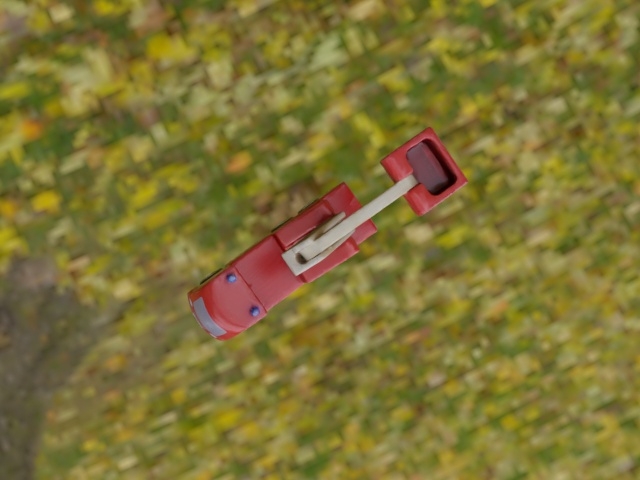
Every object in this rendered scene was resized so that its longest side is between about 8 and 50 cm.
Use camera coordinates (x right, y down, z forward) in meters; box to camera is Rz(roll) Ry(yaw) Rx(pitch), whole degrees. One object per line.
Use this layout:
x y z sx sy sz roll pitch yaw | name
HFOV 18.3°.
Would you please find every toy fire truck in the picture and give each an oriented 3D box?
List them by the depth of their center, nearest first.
0.000 0.000 1.350 0.192 0.047 0.135 -36 -177 -10 | toy fire truck
